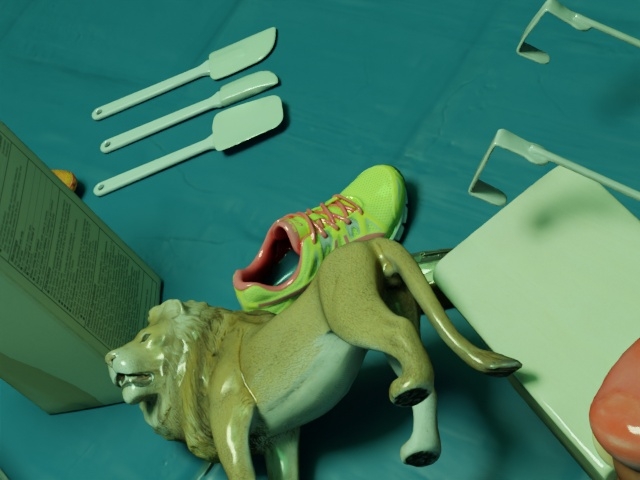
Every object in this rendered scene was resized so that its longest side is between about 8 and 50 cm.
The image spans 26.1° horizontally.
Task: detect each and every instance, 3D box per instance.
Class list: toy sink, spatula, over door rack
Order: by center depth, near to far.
[{"bbox_3d":[0.298,-0.096,1.067,0.324,0.108,0.239,15,40,10],"label":"over door rack"},{"bbox_3d":[0.223,0.080,1.079,0.153,0.131,0.234,-39,51,-1],"label":"toy sink"},{"bbox_3d":[-0.153,-0.140,1.536,0.242,0.019,0.168,-21,50,15],"label":"spatula"}]

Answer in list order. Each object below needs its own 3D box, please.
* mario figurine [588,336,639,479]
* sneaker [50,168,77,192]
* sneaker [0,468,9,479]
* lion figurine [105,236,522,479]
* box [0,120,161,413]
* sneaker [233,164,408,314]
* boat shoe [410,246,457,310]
[{"bbox_3d":[0.264,0.195,0.891,0.198,0.320,0.170,2,13,13],"label":"mario figurine"},{"bbox_3d":[-0.353,-0.062,1.561,0.175,0.067,0.064,0,55,28],"label":"sneaker"},{"bbox_3d":[-0.396,0.291,1.278,0.236,0.130,0.323,-44,52,-11],"label":"sneaker"},{"bbox_3d":[-0.012,0.096,1.155,0.392,0.142,0.240,-32,50,29],"label":"lion figurine"},{"bbox_3d":[-0.282,0.027,1.285,0.121,0.311,0.148,-13,52,22],"label":"box"},{"bbox_3d":[0.000,0.000,1.292,0.208,0.094,0.081,-48,46,-12],"label":"sneaker"},{"bbox_3d":[0.072,0.037,1.254,0.152,0.056,0.049,-6,49,15],"label":"boat shoe"}]
